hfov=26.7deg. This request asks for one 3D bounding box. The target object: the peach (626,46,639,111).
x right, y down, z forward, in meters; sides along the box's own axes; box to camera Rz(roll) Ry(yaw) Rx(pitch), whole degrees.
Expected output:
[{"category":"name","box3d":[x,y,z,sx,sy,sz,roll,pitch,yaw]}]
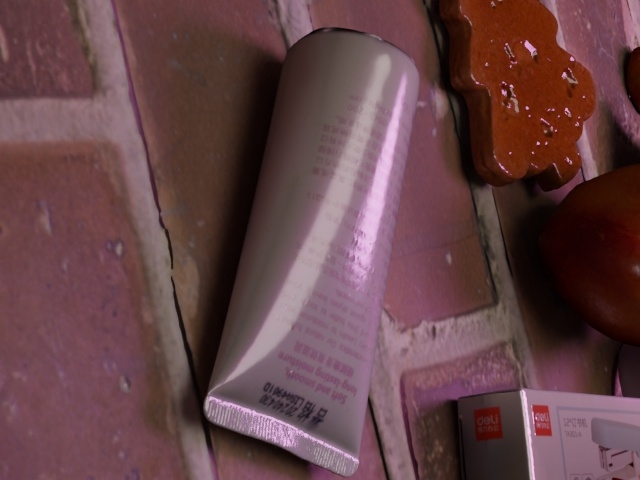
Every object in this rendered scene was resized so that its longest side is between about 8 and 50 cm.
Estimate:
[{"category":"peach","box3d":[0.443,-0.211,1.758,0.098,0.061,0.098,10,75,-44]}]

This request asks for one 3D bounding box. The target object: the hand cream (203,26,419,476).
[{"category":"hand cream","box3d":[0.000,0.000,1.113,0.185,0.118,0.359,33,61,-45]}]

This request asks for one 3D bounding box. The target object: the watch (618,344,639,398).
[{"category":"watch","box3d":[0.466,0.198,1.556,0.248,0.211,0.217,32,45,-31]}]

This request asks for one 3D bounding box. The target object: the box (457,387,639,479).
[{"category":"box","box3d":[0.241,0.222,1.343,0.269,0.079,0.135,12,69,-49]}]

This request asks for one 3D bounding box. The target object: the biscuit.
[{"category":"biscuit","box3d":[0.203,-0.200,1.470,0.284,0.043,0.306,-34,103,-50]}]

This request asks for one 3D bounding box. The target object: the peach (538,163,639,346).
[{"category":"peach","box3d":[0.349,0.015,1.446,0.243,0.243,0.199,-3,96,-52]}]

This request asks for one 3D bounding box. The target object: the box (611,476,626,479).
[{"category":"box","box3d":[0.300,0.382,1.199,0.089,0.197,0.313,42,66,-37]}]
